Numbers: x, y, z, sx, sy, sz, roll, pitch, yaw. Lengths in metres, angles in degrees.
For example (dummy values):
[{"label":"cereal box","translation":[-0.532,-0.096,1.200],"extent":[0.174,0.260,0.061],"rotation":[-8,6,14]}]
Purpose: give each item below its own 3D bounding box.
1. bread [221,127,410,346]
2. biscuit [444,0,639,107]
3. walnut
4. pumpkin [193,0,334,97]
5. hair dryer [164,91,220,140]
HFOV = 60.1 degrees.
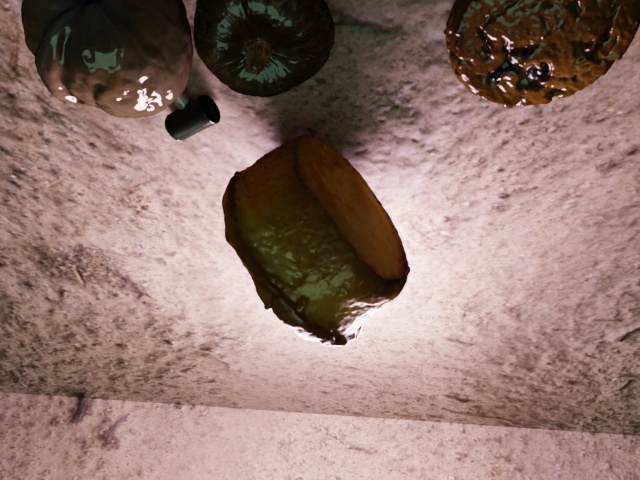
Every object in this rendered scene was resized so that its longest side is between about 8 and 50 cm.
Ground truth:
[{"label":"bread","translation":[0.000,0.000,1.049],"extent":[0.215,0.398,0.398],"rotation":[-36,125,23]},{"label":"biscuit","translation":[0.343,-0.327,0.859],"extent":[0.296,0.075,0.296],"rotation":[3,139,3]},{"label":"walnut","translation":[-0.314,-0.308,0.843],"extent":[0.248,0.248,0.248],"rotation":[3,139,3]},{"label":"pumpkin","translation":[-0.097,-0.319,0.857],"extent":[0.219,0.162,0.219],"rotation":[2,143,2]},{"label":"hair dryer","translation":[-0.278,-0.279,1.015],"extent":[0.100,0.057,0.197],"rotation":[-18,125,25]}]
